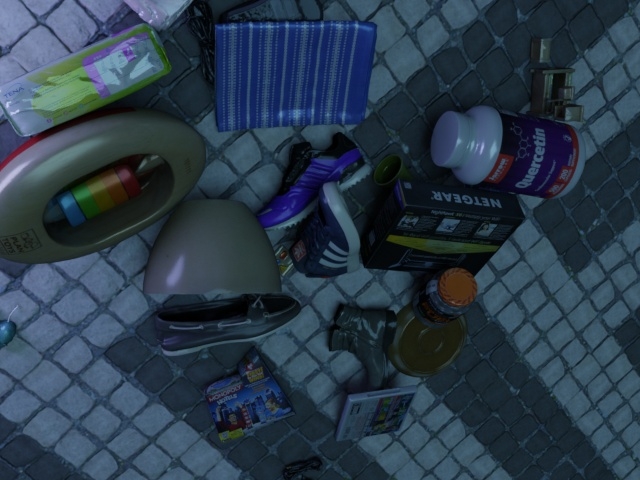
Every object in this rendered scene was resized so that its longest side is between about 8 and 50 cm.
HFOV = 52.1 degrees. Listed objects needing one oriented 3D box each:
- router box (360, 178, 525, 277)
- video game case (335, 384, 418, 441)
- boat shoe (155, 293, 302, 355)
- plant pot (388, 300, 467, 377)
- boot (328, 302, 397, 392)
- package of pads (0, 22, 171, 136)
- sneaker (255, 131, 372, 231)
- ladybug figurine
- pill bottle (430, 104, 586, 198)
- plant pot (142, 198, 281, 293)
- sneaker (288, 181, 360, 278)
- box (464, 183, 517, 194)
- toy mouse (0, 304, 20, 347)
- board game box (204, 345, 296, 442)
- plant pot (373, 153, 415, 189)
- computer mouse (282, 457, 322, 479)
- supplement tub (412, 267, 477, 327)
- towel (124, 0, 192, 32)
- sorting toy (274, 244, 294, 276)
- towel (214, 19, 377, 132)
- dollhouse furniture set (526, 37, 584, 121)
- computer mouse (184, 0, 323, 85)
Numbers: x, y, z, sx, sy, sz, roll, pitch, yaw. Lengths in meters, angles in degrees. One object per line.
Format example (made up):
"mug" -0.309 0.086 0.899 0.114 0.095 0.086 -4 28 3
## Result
"router box" 0.277 -0.021 1.529 0.309 0.081 0.243 6 141 -20
"video game case" 0.141 0.445 1.684 0.184 0.023 0.201 -4 135 -17
"boat shoe" -0.208 0.173 1.485 0.335 0.112 0.095 -15 115 -9
"plant pot" 0.286 0.258 1.714 0.236 0.032 0.236 -5 109 -16
"boot" 0.093 0.275 1.645 0.161 0.083 0.246 5 105 -7
"package of pads" -0.427 -0.299 1.202 0.297 0.229 0.101 -27 113 -7
"sneaker" -0.042 -0.140 1.455 0.293 0.102 0.146 -34 107 -9
"ladybug figurine" -0.442 -0.118 1.253 0.449 0.162 0.305 -27 150 -20
"pill bottle" 0.424 -0.203 1.494 0.323 0.181 0.181 8 104 -18
"plant pot" -0.224 0.015 1.364 0.284 0.284 0.190 0 86 -18
"sneaker" 0.000 0.000 1.411 0.148 0.131 0.350 -17 153 -2
"box" 0.451 -0.174 1.628 0.225 0.036 0.136 -11 109 -15
"toy mouse" -0.695 0.179 1.373 0.143 0.031 0.161 -29 113 -7
"board game box" -0.177 0.364 1.583 0.194 0.060 0.194 -18 110 -12
"plant pot" 0.181 -0.146 1.534 0.079 0.083 0.083 34 94 -35
"computer mouse" -0.039 0.672 1.733 0.106 0.042 0.192 -11 110 -15
"supplement tub" 0.302 0.137 1.583 0.117 0.190 0.117 3 69 -7
"towel" -0.318 -0.618 1.215 0.332 0.053 0.317 43 91 -15
"sorting toy" -0.079 0.039 1.538 0.062 0.012 0.083 40 92 -24
"towel" -0.052 -0.338 1.364 0.336 0.040 0.243 -6 133 -16
"dollhouse furniture set" 0.579 -0.380 1.536 0.101 0.161 0.181 -7 110 -16
"computer mouse" -0.130 -0.444 1.345 0.272 0.072 0.188 -15 113 0
